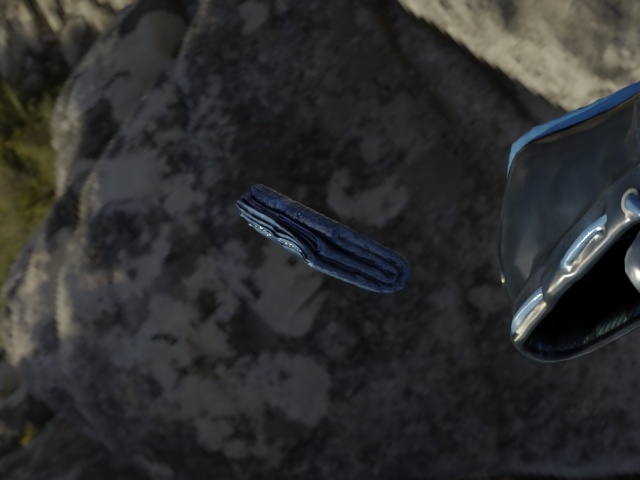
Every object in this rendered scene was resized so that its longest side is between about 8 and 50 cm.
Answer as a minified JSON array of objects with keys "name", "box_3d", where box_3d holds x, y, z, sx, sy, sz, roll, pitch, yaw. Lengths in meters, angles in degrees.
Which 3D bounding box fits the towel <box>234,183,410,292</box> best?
[{"name":"towel","box_3d":[0.000,0.000,0.897,0.067,0.119,0.029,26,91,-29]}]

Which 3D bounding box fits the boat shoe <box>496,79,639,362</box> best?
[{"name":"boat shoe","box_3d":[0.138,-0.007,0.472,0.109,0.089,0.258,12,165,-12]}]
